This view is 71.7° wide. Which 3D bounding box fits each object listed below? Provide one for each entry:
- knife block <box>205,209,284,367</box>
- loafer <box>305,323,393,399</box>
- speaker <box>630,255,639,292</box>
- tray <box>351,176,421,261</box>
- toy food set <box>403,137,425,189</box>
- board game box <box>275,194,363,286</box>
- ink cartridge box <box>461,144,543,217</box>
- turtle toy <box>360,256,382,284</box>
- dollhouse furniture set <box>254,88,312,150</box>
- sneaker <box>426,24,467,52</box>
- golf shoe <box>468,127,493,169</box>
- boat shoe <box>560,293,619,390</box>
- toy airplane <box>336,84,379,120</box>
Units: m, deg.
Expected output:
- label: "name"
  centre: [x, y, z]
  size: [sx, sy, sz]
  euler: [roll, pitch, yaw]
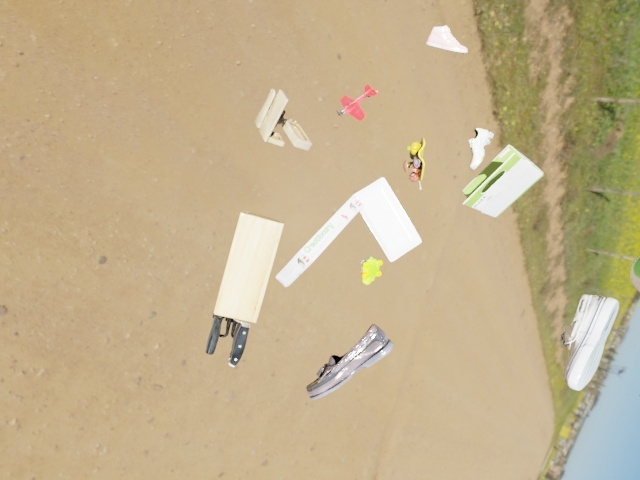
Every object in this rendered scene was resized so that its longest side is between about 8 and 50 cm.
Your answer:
- label: "knife block"
  centre: [-0.160, 0.109, 0.889]
  size: [0.275, 0.088, 0.242]
  euler: [122, -22, -53]
- label: "loafer"
  centre: [0.073, 0.363, 1.340]
  size: [0.302, 0.095, 0.109]
  euler: [-35, 180, 6]
- label: "speaker"
  centre: [0.794, 0.099, 0.976]
  size: [0.296, 0.131, 0.131]
  euler: [-23, 130, -69]
- label: "tray"
  centre: [0.230, -0.073, 1.555]
  size: [0.145, 0.030, 0.270]
  euler: [-32, 92, -15]
- label: "toy food set"
  centre: [0.356, -0.294, 1.698]
  size: [0.218, 0.071, 0.128]
  euler: [82, 10, -54]
- label: "board game box"
  centre: [0.000, 0.000, 1.370]
  size: [0.305, 0.053, 0.193]
  euler: [-47, -179, -40]
- label: "ink cartridge box"
  centre: [0.495, -0.176, 1.256]
  size: [0.255, 0.097, 0.189]
  euler: [10, 130, -49]
- label: "turtle toy"
  centre: [0.208, 0.130, 1.896]
  size: [0.095, 0.066, 0.130]
  euler: [-5, 108, -29]
- label: "dollhouse furniture set"
  centre: [-0.079, -0.334, 1.194]
  size: [0.151, 0.144, 0.123]
  euler: [10, 126, -36]
- label: "sneaker"
  centre: [0.411, -0.643, 1.409]
  size: [0.051, 0.134, 0.070]
  euler: [-38, 147, -61]
- label: "golf shoe"
  centre: [0.643, -0.382, 1.840]
  size: [0.069, 0.086, 0.176]
  euler: [180, -68, -82]
- label: "boat shoe"
  centre: [0.543, 0.207, 0.922]
  size: [0.226, 0.076, 0.083]
  euler: [-46, 126, -26]
- label: "toy airplane"
  centre: [0.118, -0.432, 1.378]
  size: [0.151, 0.151, 0.028]
  euler: [-54, 141, -16]
